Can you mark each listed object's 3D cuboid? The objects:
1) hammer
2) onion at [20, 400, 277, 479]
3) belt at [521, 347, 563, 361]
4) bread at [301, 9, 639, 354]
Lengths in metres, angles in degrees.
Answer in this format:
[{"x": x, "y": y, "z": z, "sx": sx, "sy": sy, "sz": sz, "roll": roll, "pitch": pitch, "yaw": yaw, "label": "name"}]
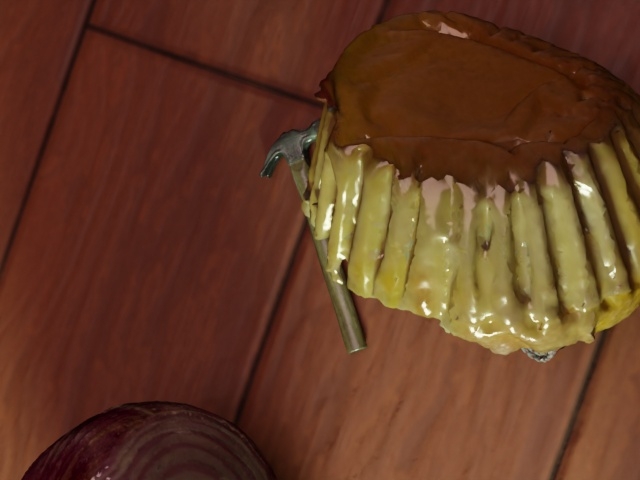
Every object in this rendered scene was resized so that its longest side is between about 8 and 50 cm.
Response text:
[{"x": 0.000, "y": 0.000, "z": 1.512, "sx": 0.062, "sy": 0.017, "sz": 0.182, "roll": -21, "pitch": 77, "yaw": 21, "label": "hammer"}, {"x": -0.136, "y": 0.251, "z": 1.441, "sx": 0.256, "sy": 0.272, "sz": 0.230, "roll": -34, "pitch": 46, "yaw": 11, "label": "onion"}, {"x": 0.091, "y": 0.002, "z": 1.440, "sx": 0.232, "sy": 0.053, "sz": 0.071, "roll": 34, "pitch": 137, "yaw": 22, "label": "belt"}, {"x": 0.120, "y": -0.049, "z": 1.344, "sx": 0.274, "sy": 0.149, "sz": 0.274, "roll": 0, "pitch": 45, "yaw": 0, "label": "bread"}]
